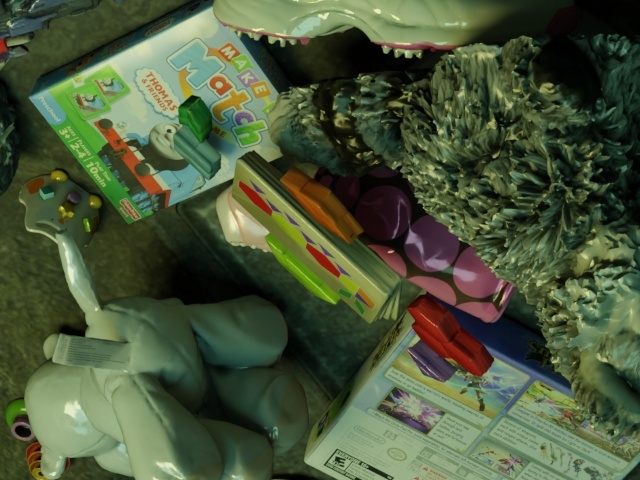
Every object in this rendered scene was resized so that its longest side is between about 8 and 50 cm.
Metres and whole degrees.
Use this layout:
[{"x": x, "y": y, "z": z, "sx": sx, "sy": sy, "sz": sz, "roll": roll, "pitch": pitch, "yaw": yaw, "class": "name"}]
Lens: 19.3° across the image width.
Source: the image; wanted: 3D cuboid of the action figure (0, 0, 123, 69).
[{"x": -0.286, "y": -0.272, "z": 1.573, "sx": 0.341, "sy": 0.178, "sz": 0.330, "roll": -13, "pitch": 135, "yaw": -15, "class": "action figure"}]

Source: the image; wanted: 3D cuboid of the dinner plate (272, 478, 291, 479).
[{"x": -0.032, "y": 0.302, "z": 2.005, "sx": 0.141, "sy": 0.017, "sz": 0.141, "roll": 6, "pitch": 127, "yaw": 8, "class": "dinner plate"}]

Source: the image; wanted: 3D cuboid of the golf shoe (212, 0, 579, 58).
[{"x": 0.058, "y": -0.221, "z": 1.512, "sx": 0.306, "sy": 0.115, "sz": 0.140, "roll": 8, "pitch": 106, "yaw": 16, "class": "golf shoe"}]

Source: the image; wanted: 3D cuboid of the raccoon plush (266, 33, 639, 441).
[{"x": 0.154, "y": 0.010, "z": 1.483, "sx": 0.216, "sy": 0.299, "sz": 0.446, "roll": 1, "pitch": 176, "yaw": -35, "class": "raccoon plush"}]

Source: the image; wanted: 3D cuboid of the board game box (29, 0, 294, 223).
[{"x": -0.132, "y": -0.118, "z": 1.693, "sx": 0.211, "sy": 0.039, "sz": 0.160, "roll": -23, "pitch": 118, "yaw": 25, "class": "board game box"}]

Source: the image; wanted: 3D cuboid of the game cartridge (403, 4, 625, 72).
[{"x": 0.222, "y": -0.085, "z": 1.637, "sx": 0.297, "sy": 0.062, "sz": 0.198, "roll": 39, "pitch": 129, "yaw": -17, "class": "game cartridge"}]

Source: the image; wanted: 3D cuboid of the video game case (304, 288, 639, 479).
[{"x": 0.159, "y": 0.189, "z": 1.851, "sx": 0.269, "sy": 0.061, "sz": 0.244, "roll": 28, "pitch": 128, "yaw": -10, "class": "video game case"}]

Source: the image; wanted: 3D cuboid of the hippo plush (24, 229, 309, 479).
[{"x": -0.183, "y": 0.171, "z": 1.794, "sx": 0.294, "sy": 0.234, "sz": 0.236, "roll": 17, "pitch": 146, "yaw": -34, "class": "hippo plush"}]

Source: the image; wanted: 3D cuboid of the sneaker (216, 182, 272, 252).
[{"x": -0.043, "y": -0.007, "z": 1.753, "sx": 0.070, "sy": 0.051, "sz": 0.134, "roll": -29, "pitch": 116, "yaw": 34, "class": "sneaker"}]

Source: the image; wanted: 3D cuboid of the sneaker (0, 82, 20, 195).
[{"x": -0.392, "y": -0.142, "z": 1.707, "sx": 0.122, "sy": 0.110, "sz": 0.283, "roll": -20, "pitch": 119, "yaw": 45, "class": "sneaker"}]

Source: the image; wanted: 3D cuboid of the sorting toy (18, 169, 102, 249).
[{"x": -0.246, "y": -0.019, "z": 1.768, "sx": 0.083, "sy": 0.075, "sz": 0.045, "roll": 36, "pitch": 126, "yaw": -16, "class": "sorting toy"}]

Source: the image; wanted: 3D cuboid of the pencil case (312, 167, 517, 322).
[{"x": 0.091, "y": -0.012, "z": 1.698, "sx": 0.209, "sy": 0.095, "sz": 0.098, "roll": 29, "pitch": 107, "yaw": -13, "class": "pencil case"}]

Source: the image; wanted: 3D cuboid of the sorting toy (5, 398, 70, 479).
[{"x": -0.297, "y": 0.216, "z": 1.979, "sx": 0.061, "sy": 0.042, "sz": 0.102, "roll": -14, "pitch": 123, "yaw": 21, "class": "sorting toy"}]

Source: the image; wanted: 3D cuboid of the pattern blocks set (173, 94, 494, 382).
[{"x": 0.000, "y": 0.000, "z": 1.586, "sx": 0.325, "sy": 0.026, "sz": 0.285, "roll": 44, "pitch": 168, "yaw": -3, "class": "pattern blocks set"}]
